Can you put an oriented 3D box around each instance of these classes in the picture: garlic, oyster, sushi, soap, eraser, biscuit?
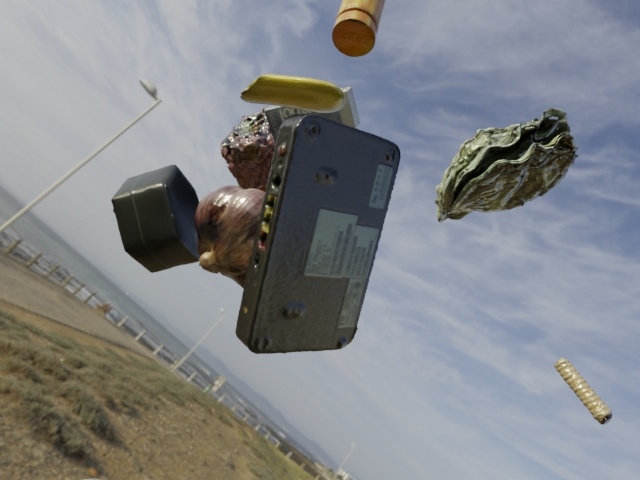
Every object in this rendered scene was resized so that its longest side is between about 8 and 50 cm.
[{"bbox_3d":[-0.151,0.010,0.873,0.245,0.160,0.245,28,-38,25],"label":"garlic"},{"bbox_3d":[0.311,-0.123,0.816,0.267,0.112,0.198,-22,-35,24],"label":"oyster"},{"bbox_3d":[-0.173,-0.290,1.381,0.236,0.270,0.171,-22,-56,18],"label":"sushi"},{"bbox_3d":[-0.044,-0.230,0.712,0.168,0.033,0.089,10,-12,3],"label":"soap"},{"bbox_3d":[-0.022,-0.287,1.060,0.212,0.046,0.092,-6,-63,25],"label":"eraser"},{"bbox_3d":[0.847,0.482,1.472,0.061,0.055,0.219,100,-31,-44],"label":"biscuit"}]

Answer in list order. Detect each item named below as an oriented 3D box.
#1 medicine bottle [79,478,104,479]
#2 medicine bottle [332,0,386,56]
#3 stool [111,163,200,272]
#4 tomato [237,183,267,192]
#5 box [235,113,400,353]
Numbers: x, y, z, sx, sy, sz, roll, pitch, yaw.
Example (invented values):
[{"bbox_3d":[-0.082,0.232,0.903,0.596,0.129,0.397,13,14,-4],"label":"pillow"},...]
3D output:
[{"bbox_3d":[-0.547,0.727,1.107,0.306,0.245,0.245,-20,-60,44],"label":"medicine bottle"},{"bbox_3d":[0.090,-0.506,1.010,0.096,0.192,0.096,11,-30,6],"label":"medicine bottle"},{"bbox_3d":[-0.361,-0.049,1.049,0.232,0.141,0.232,-15,90,-85],"label":"stool"},{"bbox_3d":[-0.166,-0.230,1.642,0.270,0.270,0.223,31,-26,24],"label":"tomato"},{"bbox_3d":[0.000,0.000,0.700,0.211,0.350,0.058,6,11,-40],"label":"box"}]
